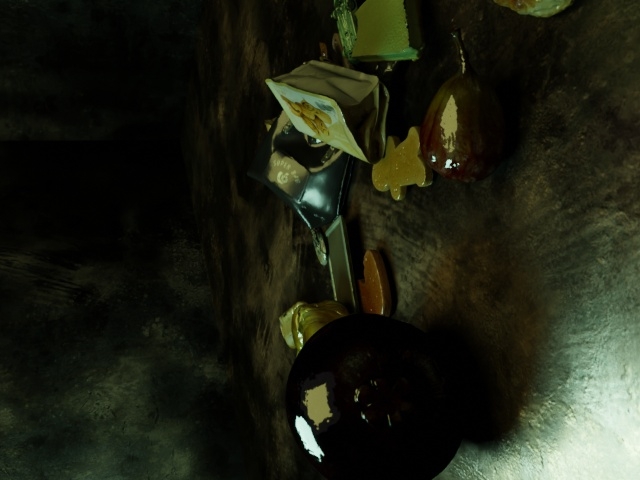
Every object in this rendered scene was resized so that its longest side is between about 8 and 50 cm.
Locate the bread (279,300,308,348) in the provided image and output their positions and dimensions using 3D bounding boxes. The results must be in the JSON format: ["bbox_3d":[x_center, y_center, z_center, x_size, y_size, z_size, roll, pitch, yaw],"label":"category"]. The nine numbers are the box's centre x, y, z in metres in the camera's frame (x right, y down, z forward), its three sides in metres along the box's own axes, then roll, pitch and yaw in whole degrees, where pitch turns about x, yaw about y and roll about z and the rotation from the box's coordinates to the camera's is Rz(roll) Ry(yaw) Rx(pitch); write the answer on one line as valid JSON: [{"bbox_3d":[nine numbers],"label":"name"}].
[{"bbox_3d":[-0.073,0.290,2.087,0.225,0.081,0.134,-41,62,60],"label":"bread"}]

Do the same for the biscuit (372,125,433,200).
[{"bbox_3d":[0.191,-0.175,1.442,0.240,0.035,0.158,164,103,-66],"label":"biscuit"}]

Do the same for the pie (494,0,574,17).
[{"bbox_3d":[0.339,-0.517,0.969,0.315,0.093,0.314,174,90,-68],"label":"pie"}]

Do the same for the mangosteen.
[{"bbox_3d":[0.109,0.353,1.328,0.435,0.383,0.381,108,152,-73],"label":"mangosteen"}]

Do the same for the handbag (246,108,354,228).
[{"bbox_3d":[-0.046,-0.225,1.785,0.342,0.152,0.287,40,128,21],"label":"handbag"}]

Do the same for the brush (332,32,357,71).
[{"bbox_3d":[0.064,-0.462,1.664,0.072,0.067,0.312,116,145,-52],"label":"brush"}]

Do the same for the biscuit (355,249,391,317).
[{"bbox_3d":[0.135,0.128,1.619,0.192,0.036,0.186,134,127,-63],"label":"biscuit"}]

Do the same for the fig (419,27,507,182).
[{"bbox_3d":[0.259,-0.246,1.108,0.170,0.146,0.274,-132,29,-55],"label":"fig"}]

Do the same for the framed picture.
[{"bbox_3d":[0.061,0.093,1.766,0.231,0.018,0.292,132,132,-73],"label":"framed picture"}]

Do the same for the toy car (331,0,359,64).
[{"bbox_3d":[0.084,-0.561,1.601,0.093,0.058,0.186,-2,104,67],"label":"toy car"}]

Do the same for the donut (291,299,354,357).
[{"bbox_3d":[0.027,0.338,1.690,0.360,0.170,0.359,166,90,-75],"label":"donut"}]

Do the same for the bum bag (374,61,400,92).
[{"bbox_3d":[0.159,-0.394,1.468,0.087,0.049,0.197,-107,27,-45],"label":"bum bag"}]

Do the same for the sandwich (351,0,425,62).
[{"bbox_3d":[0.148,-0.466,1.390,0.212,0.063,0.244,-37,48,52],"label":"sandwich"}]

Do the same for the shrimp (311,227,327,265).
[{"bbox_3d":[0.000,0.000,1.917,0.091,0.034,0.160,107,151,-54],"label":"shrimp"}]

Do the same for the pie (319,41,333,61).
[{"bbox_3d":[0.033,-0.465,1.714,0.088,0.033,0.190,-81,-24,-71],"label":"pie"}]

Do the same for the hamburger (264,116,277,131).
[{"bbox_3d":[-0.086,-0.345,1.984,0.262,0.124,0.130,-138,30,-65],"label":"hamburger"}]

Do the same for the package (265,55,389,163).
[{"bbox_3d":[0.043,-0.349,1.526,0.311,0.165,0.221,34,166,48],"label":"package"}]
